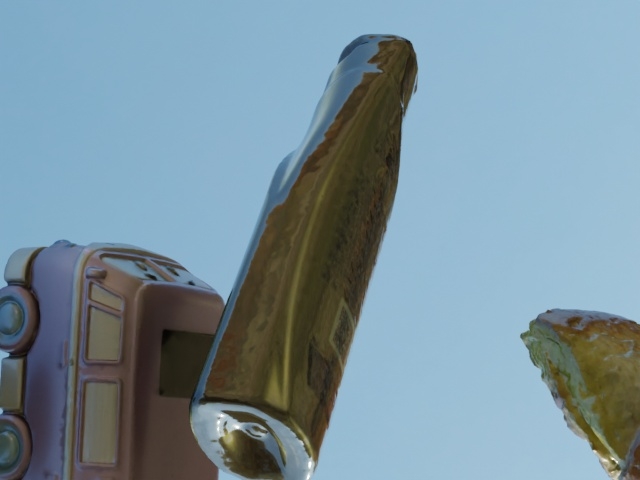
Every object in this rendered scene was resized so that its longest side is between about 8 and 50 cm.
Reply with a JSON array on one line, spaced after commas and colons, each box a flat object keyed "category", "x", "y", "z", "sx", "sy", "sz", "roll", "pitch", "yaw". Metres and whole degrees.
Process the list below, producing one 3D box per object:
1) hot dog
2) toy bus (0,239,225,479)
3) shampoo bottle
[{"category": "hot dog", "x": 0.227, "y": 0.125, "z": 1.120, "sx": 0.262, "sy": 0.093, "sz": 0.123, "roll": 31, "pitch": -147, "yaw": 17}, {"category": "toy bus", "x": -0.152, "y": 0.103, "z": 1.431, "sx": 0.142, "sy": 0.142, "sz": 0.202, "roll": 11, "pitch": -101, "yaw": -56}, {"category": "shampoo bottle", "x": 0.000, "y": 0.000, "z": 1.373, "sx": 0.125, "sy": 0.084, "sz": 0.350, "roll": 70, "pitch": -150, "yaw": -48}]
